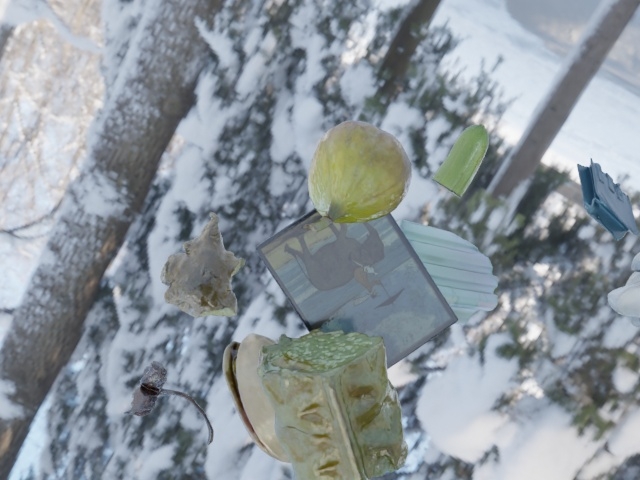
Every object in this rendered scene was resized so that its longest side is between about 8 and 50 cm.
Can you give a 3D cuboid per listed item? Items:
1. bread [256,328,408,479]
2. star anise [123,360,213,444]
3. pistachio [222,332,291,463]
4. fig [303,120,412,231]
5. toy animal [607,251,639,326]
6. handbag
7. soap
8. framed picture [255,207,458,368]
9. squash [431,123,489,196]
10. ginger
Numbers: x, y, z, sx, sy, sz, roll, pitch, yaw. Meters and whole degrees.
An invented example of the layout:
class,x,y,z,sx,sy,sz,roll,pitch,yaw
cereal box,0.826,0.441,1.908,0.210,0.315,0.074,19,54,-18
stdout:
class,x,y,z,sx,sy,sz,roll,pitch,yaw
bread,0.028,0.295,1.567,0.238,0.252,0.196,-1,-164,22
star anise,-0.316,0.377,1.960,0.227,0.218,0.148,23,-134,-11
pistachio,-0.112,0.366,2.048,0.318,0.193,0.214,56,-140,-4
fig,0.036,-0.076,1.301,0.159,0.159,0.257,32,-142,6
toy animal,0.716,0.119,1.770,0.272,0.206,0.265,52,-153,2
handbag,0.815,-0.119,2.517,0.229,0.062,0.179,33,-136,-37
soap,0.275,0.081,2.049,0.347,0.115,0.208,11,-128,-48
framed picture,0.073,0.086,1.710,0.347,0.265,0.016,58,174,-6
squash,0.366,-0.207,2.229,0.095,0.188,0.095,33,-177,-2
ginger,-0.303,0.068,2.281,0.218,0.270,0.123,3,162,-10
